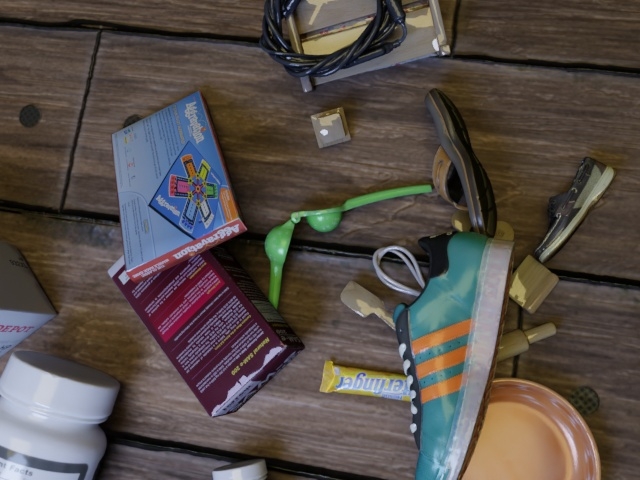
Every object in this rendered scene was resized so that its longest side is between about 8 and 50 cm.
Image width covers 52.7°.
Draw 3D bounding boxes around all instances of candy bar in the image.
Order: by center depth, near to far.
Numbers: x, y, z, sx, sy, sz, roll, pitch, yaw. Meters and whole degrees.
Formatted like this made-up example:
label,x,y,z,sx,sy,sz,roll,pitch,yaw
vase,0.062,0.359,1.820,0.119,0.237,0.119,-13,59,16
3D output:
label,x,y,z,sx,sy,sz,roll,pitch,yaw
candy bar,0.081,0.182,0.815,0.161,0.018,0.040,6,81,10

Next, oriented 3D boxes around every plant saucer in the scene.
label,x,y,z,sx,sy,sz,roll,pitch,yaw
plant saucer,0.225,0.264,0.770,0.200,0.037,0.200,-1,80,7

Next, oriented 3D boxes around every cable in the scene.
label,x,y,z,sx,sy,sz,roll,pitch,yaw
cable,0.007,-0.283,0.794,0.184,0.047,0.150,-17,101,8

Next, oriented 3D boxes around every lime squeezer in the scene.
label,x,y,z,sx,sy,sz,roll,pitch,yaw
lime squeezer,0.000,0.000,0.840,0.310,0.059,0.110,-44,77,-2

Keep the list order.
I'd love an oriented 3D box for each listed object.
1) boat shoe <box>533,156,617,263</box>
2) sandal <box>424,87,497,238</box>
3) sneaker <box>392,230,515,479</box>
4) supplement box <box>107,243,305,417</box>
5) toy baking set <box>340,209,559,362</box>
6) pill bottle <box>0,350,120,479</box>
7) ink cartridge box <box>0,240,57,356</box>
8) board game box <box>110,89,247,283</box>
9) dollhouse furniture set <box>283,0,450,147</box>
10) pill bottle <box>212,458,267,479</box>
label,x,y,z,sx,sy,sz,roll,pitch,yaw
boat shoe,0.308,-0.039,0.807,0.049,0.056,0.152,37,77,17
sandal,0.168,-0.093,0.820,0.060,0.090,0.219,-27,70,25
sneaker,0.136,0.136,0.741,0.121,0.108,0.302,11,80,21
supplement box,-0.146,0.085,0.815,0.130,0.073,0.239,-44,70,9
toy baking set,0.166,0.073,0.819,0.256,0.030,0.196,-25,72,-2
pill bottle,-0.361,0.289,0.785,0.161,0.161,0.283,18,82,11
ink cartridge box,-0.531,0.129,0.805,0.307,0.223,0.129,-37,78,0
board game box,-0.190,-0.081,0.825,0.145,0.027,0.281,-26,46,4
dollhouse furniture set,0.104,-0.340,0.888,0.303,0.174,0.355,-13,102,7
pill bottle,-0.085,0.350,0.772,0.087,0.087,0.160,-12,78,6
